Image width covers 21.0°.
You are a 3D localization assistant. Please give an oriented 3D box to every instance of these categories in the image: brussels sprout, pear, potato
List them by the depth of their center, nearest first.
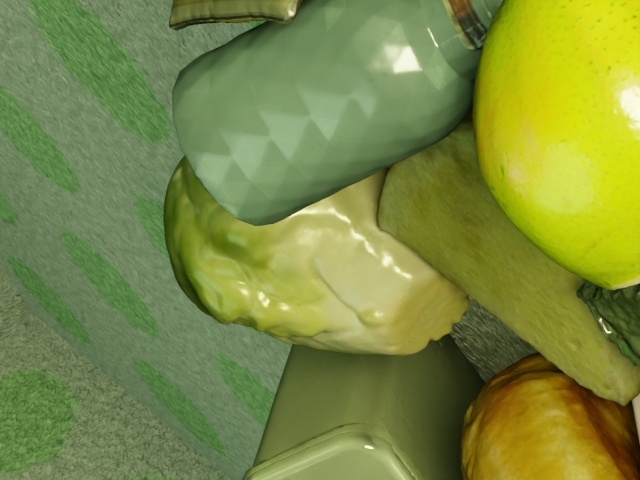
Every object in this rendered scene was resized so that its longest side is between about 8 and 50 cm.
[{"bbox_3d":[0.184,-0.089,1.123,0.220,0.187,0.187,59,161,-7],"label":"pear"},{"bbox_3d":[0.186,-0.030,1.370,0.269,0.112,0.255,36,154,16],"label":"potato"},{"bbox_3d":[-0.011,-0.008,1.627,0.273,0.243,0.316,37,179,-29],"label":"brussels sprout"}]

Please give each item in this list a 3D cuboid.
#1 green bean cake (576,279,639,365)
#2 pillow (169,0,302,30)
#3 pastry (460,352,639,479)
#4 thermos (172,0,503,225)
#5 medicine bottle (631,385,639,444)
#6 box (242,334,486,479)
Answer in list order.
[{"bbox_3d":[0.331,0.079,1.227,0.255,0.132,0.241,44,166,-5],"label":"green bean cake"},{"bbox_3d":[-0.041,-0.257,1.268,0.052,0.212,0.208,17,178,-30],"label":"pillow"},{"bbox_3d":[0.265,0.252,1.514,0.356,0.164,0.356,40,-155,-23],"label":"pastry"},{"bbox_3d":[0.029,-0.140,1.286,0.286,0.145,0.182,-27,90,29],"label":"thermos"},{"bbox_3d":[0.310,0.180,1.403,0.115,0.078,0.219,43,-154,-23],"label":"medicine bottle"},{"bbox_3d":[0.091,0.261,1.853,0.352,0.177,0.344,53,-157,-21],"label":"box"}]
